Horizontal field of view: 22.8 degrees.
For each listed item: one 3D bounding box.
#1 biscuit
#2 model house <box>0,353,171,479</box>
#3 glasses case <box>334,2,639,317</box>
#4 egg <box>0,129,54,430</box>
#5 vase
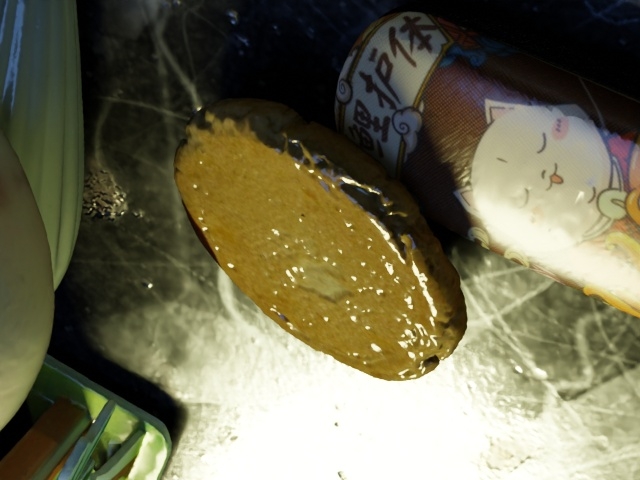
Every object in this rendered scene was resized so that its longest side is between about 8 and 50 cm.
[{"bbox_3d":[0.000,0.000,0.991,0.226,0.042,0.226,30,149,20],"label":"biscuit"},{"bbox_3d":[-0.300,0.172,1.106,0.300,0.323,0.340,29,128,6],"label":"model house"},{"bbox_3d":[0.158,-0.035,0.908,0.321,0.082,0.122,25,135,11],"label":"glasses case"},{"bbox_3d":[-0.282,0.035,0.938,0.206,0.162,0.271,20,106,21],"label":"egg"},{"bbox_3d":[-0.213,-0.070,1.045,0.128,0.128,0.248,21,118,12],"label":"vase"}]
